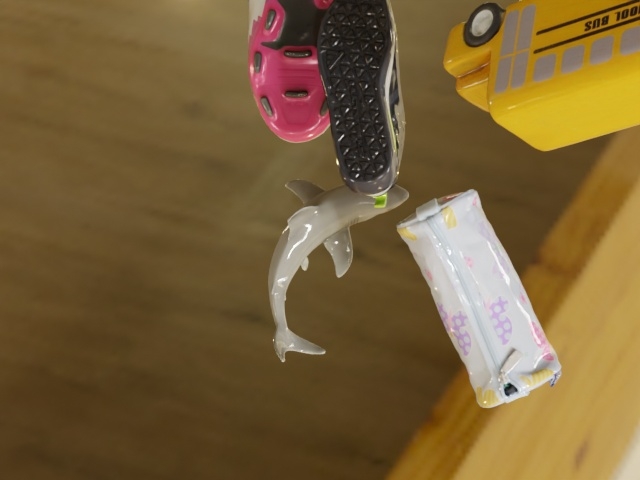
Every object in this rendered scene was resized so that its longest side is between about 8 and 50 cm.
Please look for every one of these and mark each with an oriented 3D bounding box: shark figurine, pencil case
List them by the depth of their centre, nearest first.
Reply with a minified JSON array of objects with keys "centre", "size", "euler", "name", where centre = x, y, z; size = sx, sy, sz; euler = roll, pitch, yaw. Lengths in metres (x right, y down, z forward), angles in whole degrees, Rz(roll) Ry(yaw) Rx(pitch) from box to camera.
[{"centre":[0.195,0.073,2.380],"size":[0.113,0.273,0.124],"euler":[-24,-179,30],"name":"pencil case"},{"centre":[-0.026,0.012,2.502],"size":[0.166,0.116,0.278],"euler":[29,-95,19],"name":"shark figurine"}]

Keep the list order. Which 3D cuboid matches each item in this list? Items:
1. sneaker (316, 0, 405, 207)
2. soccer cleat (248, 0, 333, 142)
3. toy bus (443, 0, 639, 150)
[{"centre":[0.047,-0.153,2.036],"size":[0.084,0.235,0.097],"euler":[-2,172,15],"name":"sneaker"},{"centre":[-0.026,-0.275,2.115],"size":[0.116,0.331,0.143],"euler":[-5,-177,5],"name":"soccer cleat"},{"centre":[0.265,-0.175,1.780],"size":[0.332,0.108,0.130],"euler":[-16,-124,43],"name":"toy bus"}]
